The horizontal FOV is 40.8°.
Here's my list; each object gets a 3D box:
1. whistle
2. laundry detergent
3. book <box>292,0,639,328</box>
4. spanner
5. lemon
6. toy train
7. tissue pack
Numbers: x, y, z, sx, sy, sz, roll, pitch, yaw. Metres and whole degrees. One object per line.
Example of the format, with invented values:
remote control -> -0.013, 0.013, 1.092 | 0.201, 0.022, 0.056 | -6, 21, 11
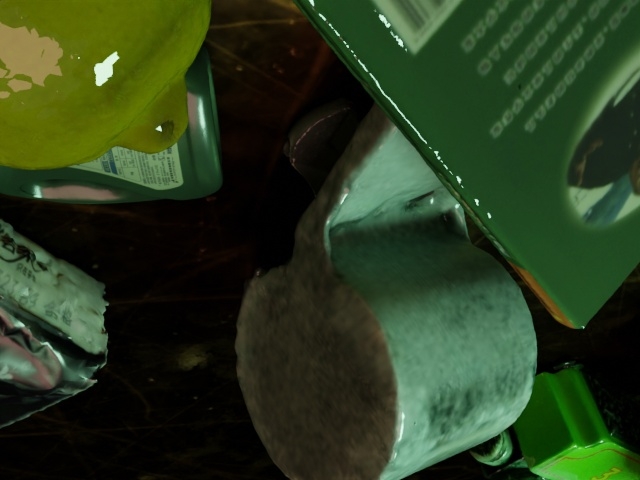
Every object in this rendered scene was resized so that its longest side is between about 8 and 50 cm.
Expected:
whistle -> 0.056, 0.024, 0.675 | 0.168, 0.188, 0.404 | -9, 111, -41
laundry detergent -> -0.183, -0.074, 0.601 | 0.222, 0.078, 0.144 | -6, 144, -3
book -> 0.168, -0.125, 0.536 | 0.260, 0.043, 0.371 | -48, 132, -2
spanner -> 0.000, 0.000, 0.763 | 0.093, 0.026, 0.325 | -2, 141, -12
lemon -> -0.163, -0.141, 0.444 | 0.184, 0.184, 0.248 | -31, 122, 25
toy train -> 0.295, 0.254, 1.045 | 0.243, 0.132, 0.188 | 27, 124, -38
tissue pack -> -0.375, 0.090, 0.730 | 0.332, 0.123, 0.245 | -27, 140, 21
